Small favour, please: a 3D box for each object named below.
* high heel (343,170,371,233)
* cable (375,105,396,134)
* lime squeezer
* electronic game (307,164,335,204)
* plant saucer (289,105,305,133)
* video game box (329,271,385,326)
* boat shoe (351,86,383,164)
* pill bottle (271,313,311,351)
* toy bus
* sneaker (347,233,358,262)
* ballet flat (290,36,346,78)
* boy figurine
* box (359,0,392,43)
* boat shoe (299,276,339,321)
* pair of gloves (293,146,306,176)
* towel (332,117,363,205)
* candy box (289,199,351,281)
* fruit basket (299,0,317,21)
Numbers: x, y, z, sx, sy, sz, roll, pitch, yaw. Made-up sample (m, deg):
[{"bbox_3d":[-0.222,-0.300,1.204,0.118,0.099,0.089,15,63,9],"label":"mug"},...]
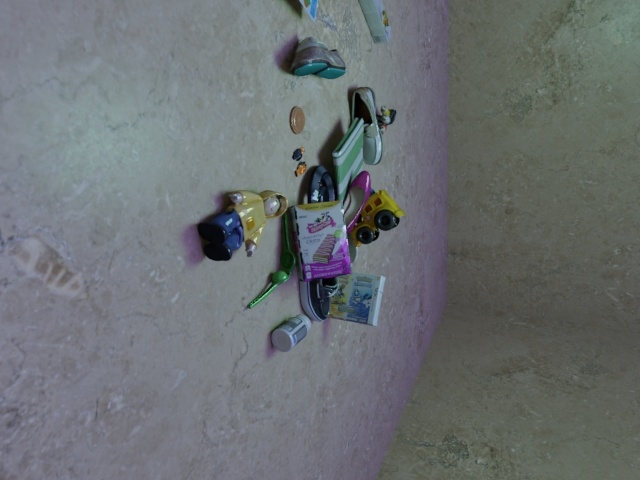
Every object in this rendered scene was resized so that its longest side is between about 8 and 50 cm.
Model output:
[{"bbox_3d":[0.117,-0.134,1.725,0.244,0.082,0.117,-64,175,15],"label":"high heel"},{"bbox_3d":[0.301,-0.525,2.131,0.287,0.072,0.139,-24,123,-61],"label":"cable"},{"bbox_3d":[-0.120,0.079,1.416,0.110,0.059,0.310,56,47,-54],"label":"lime squeezer"},{"bbox_3d":[0.002,-0.140,1.622,0.229,0.048,0.229,1,90,-72],"label":"electronic game"},{"bbox_3d":[-0.068,-0.368,1.463,0.083,0.013,0.083,-28,122,-60],"label":"plant saucer"},{"bbox_3d":[0.127,0.212,1.791,0.048,0.205,0.187,35,64,-60],"label":"video game box"},{"bbox_3d":[0.169,-0.435,1.845,0.103,0.113,0.302,-33,115,-57],"label":"boat shoe"},{"bbox_3d":[-0.089,0.288,1.505,0.137,0.078,0.078,-29,122,-59],"label":"pill bottle"},{"bbox_3d":[0.185,-0.108,1.834,0.211,0.220,0.149,55,17,4],"label":"toy bus"},{"bbox_3d":[0.145,0.014,1.949,0.084,0.058,0.152,-9,98,-55],"label":"sneaker"},{"bbox_3d":[-0.018,-0.555,1.451,0.316,0.107,0.106,-32,104,-65],"label":"ballet flat"},{"bbox_3d":[-0.184,-0.046,1.214,0.285,0.092,0.177,-40,128,-51],"label":"boy figurine"},{"bbox_3d":[0.203,-0.897,1.844,0.324,0.067,0.063,43,57,-59],"label":"box"},{"bbox_3d":[0.002,0.147,1.611,0.121,0.119,0.335,-54,142,-46],"label":"boat shoe"},{"bbox_3d":[-0.064,-0.249,1.505,0.074,0.010,0.083,-50,138,-49],"label":"pair of gloves"},{"bbox_3d":[0.104,-0.256,1.770,0.325,0.038,0.248,86,26,-47],"label":"towel"},{"bbox_3d":[0.000,0.000,1.476,0.071,0.159,0.233,174,-92,-72],"label":"candy box"},{"bbox_3d":[-0.039,-0.808,1.249,0.353,0.165,0.327,5,91,-68],"label":"fruit basket"}]
